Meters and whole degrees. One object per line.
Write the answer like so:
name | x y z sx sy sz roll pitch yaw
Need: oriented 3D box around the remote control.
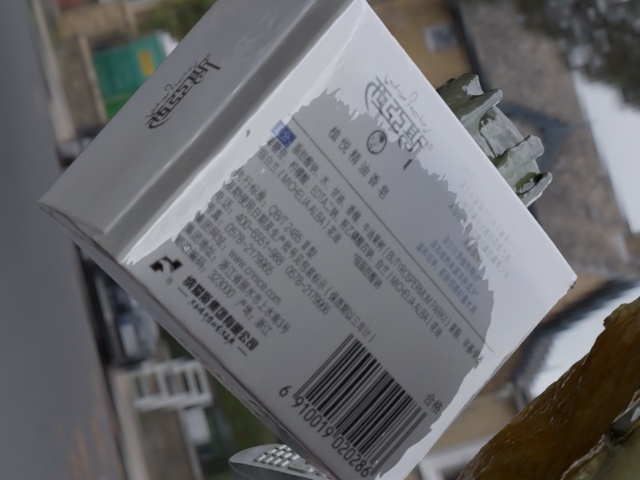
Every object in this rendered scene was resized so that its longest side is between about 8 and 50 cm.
remote control | -0.014 0.281 2.227 0.229 0.073 0.044 9 -72 38

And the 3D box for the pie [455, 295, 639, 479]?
pie | 0.136 0.136 0.993 0.083 0.339 0.339 39 -6 2

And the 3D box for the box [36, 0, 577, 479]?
box | -0.001 -0.001 1.122 0.116 0.203 0.274 31 -13 51

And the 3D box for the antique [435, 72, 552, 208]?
antique | 0.077 -0.036 1.571 0.125 0.150 0.284 52 -35 -3
